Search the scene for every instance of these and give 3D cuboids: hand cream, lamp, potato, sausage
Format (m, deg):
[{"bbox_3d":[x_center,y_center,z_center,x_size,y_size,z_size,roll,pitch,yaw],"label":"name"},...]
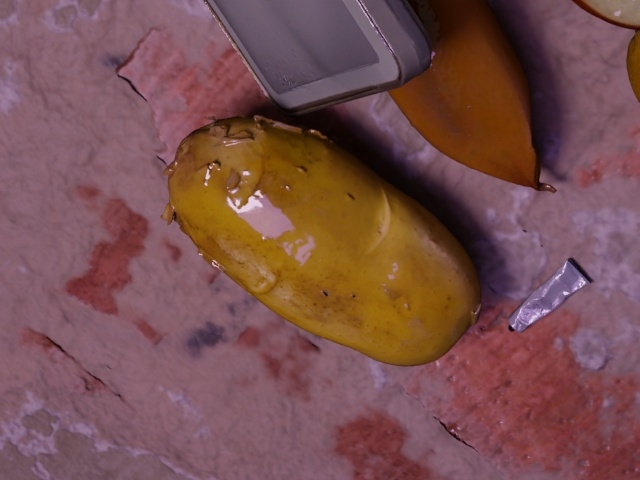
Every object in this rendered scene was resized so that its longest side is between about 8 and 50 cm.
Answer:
[{"bbox_3d":[0.203,0.052,1.232,0.030,0.019,0.093,44,119,-4],"label":"hand cream"},{"bbox_3d":[-0.044,-0.224,1.060,0.269,0.047,0.266,56,163,-13],"label":"lamp"},{"bbox_3d":[0.000,0.000,1.204,0.300,0.140,0.173,32,144,-10],"label":"potato"},{"bbox_3d":[0.095,-0.158,1.100,0.112,0.112,0.328,-21,112,31],"label":"sausage"}]

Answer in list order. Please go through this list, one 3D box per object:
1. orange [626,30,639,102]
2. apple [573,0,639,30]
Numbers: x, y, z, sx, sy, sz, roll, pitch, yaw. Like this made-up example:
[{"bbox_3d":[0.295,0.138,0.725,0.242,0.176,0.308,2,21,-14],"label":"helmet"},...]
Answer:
[{"bbox_3d":[0.279,-0.132,1.047,0.095,0.085,0.085,45,126,6],"label":"orange"},{"bbox_3d":[0.232,-0.251,0.948,0.173,0.160,0.195,34,128,6],"label":"apple"}]
